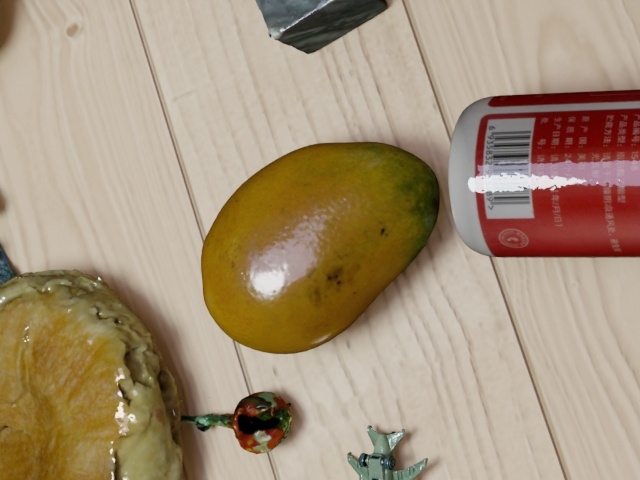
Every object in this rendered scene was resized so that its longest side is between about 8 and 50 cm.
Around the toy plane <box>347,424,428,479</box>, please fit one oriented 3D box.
[{"bbox_3d":[0.053,0.199,1.303,0.080,0.033,0.083,-1,87,34],"label":"toy plane"}]

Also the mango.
[{"bbox_3d":[-0.005,-0.003,1.296,0.221,0.120,0.151,-46,74,7],"label":"mango"}]

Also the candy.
[{"bbox_3d":[-0.106,0.160,1.375,0.184,0.049,0.055,-2,55,31],"label":"candy"}]

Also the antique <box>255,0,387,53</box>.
[{"bbox_3d":[-0.026,-0.266,1.337,0.088,0.086,0.183,-28,76,18],"label":"antique"}]

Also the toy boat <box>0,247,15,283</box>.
[{"bbox_3d":[-0.335,-0.013,1.465,0.066,0.059,0.140,-45,70,27],"label":"toy boat"}]

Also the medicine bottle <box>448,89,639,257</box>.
[{"bbox_3d":[0.233,-0.051,1.191,0.250,0.131,0.131,0,87,22],"label":"medicine bottle"}]

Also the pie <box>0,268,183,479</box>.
[{"bbox_3d":[-0.265,0.195,1.406,0.339,0.083,0.339,-1,87,27],"label":"pie"}]
